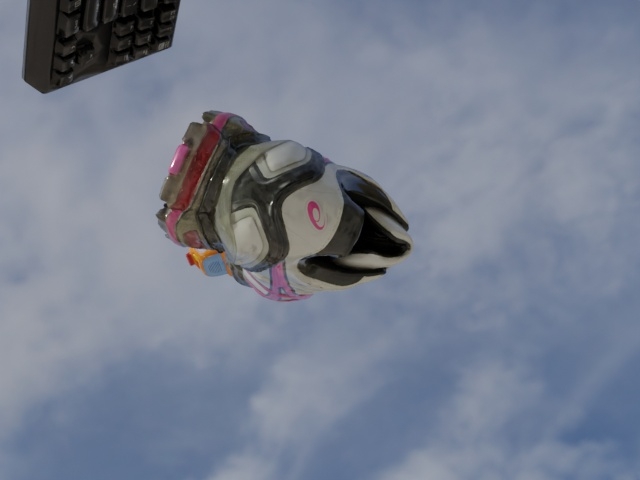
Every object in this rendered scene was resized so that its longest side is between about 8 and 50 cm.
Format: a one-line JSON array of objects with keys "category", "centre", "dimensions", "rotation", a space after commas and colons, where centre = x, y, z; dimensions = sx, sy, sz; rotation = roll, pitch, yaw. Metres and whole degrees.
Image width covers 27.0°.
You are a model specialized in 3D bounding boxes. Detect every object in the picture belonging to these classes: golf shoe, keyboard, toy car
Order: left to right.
[{"category": "keyboard", "centre": [-0.065, -0.136, 0.531], "dimensions": [0.108, 0.023, 0.180], "rotation": [-32, -21, -33]}, {"category": "toy car", "centre": [-0.080, -0.011, 0.945], "dimensions": [0.041, 0.060, 0.122], "rotation": [-31, -23, -12]}, {"category": "golf shoe", "centre": [0.000, 0.000, 0.574], "dimensions": [0.067, 0.086, 0.186], "rotation": [-67, -17, 1]}]
